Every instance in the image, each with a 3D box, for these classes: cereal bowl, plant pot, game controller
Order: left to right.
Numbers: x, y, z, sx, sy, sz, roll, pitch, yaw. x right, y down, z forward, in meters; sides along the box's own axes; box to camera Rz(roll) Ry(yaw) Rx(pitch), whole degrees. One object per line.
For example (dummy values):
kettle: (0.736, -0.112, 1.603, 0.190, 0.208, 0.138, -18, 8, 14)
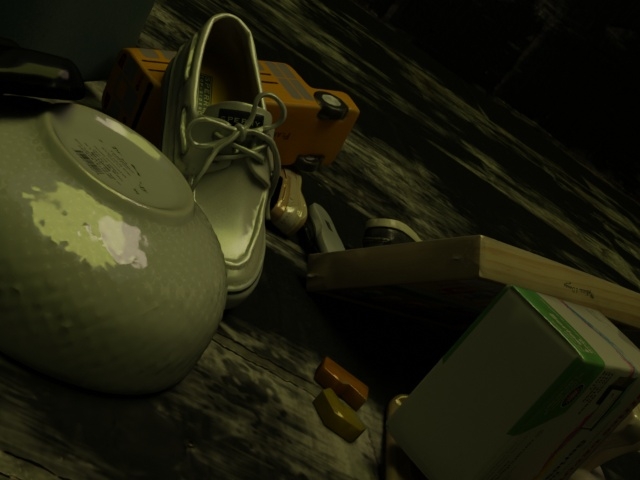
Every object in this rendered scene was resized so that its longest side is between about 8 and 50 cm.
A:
game controller: (-0.339, -0.173, 1.111, 0.166, 0.067, 0.319, 14, 7, -29)
plant pot: (-0.366, -0.337, 1.371, 0.247, 0.248, 0.252, 44, 37, 15)
cereal bowl: (-0.219, -0.024, 1.058, 0.339, 0.141, 0.339, 35, 19, -14)

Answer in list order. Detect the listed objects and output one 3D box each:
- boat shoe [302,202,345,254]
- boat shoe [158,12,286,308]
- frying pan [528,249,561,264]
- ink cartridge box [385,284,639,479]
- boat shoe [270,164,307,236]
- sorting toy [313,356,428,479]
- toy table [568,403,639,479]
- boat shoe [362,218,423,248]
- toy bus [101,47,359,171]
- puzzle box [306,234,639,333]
boat shoe: (0.000, 0.000, 1.559, 0.049, 0.040, 0.142, 39, 17, -28)
boat shoe: (-0.101, -0.110, 1.278, 0.136, 0.156, 0.367, 14, 52, -23)
frying pan: (0.439, 0.101, 2.120, 0.197, 0.053, 0.326, 43, 21, 13)
ink cartridge box: (0.228, 0.171, 1.229, 0.117, 0.201, 0.278, 47, 16, 29)
boat shoe: (-0.063, -0.076, 1.579, 0.059, 0.063, 0.170, 34, 19, -33)
sorting toy: (0.122, 0.243, 1.224, 0.307, 0.041, 0.229, 37, 19, -7)
toy table: (0.340, 0.233, 1.471, 0.252, 0.161, 0.274, 32, 19, -20)
boat shoe: (0.141, 0.045, 1.695, 0.233, 0.084, 0.079, 30, 58, -43)
toy bus: (-0.112, -0.174, 1.531, 0.333, 0.108, 0.130, -2, 41, -40)
puzzle box: (0.213, 0.071, 1.501, 0.409, 0.272, 0.052, 17, 72, -45)
